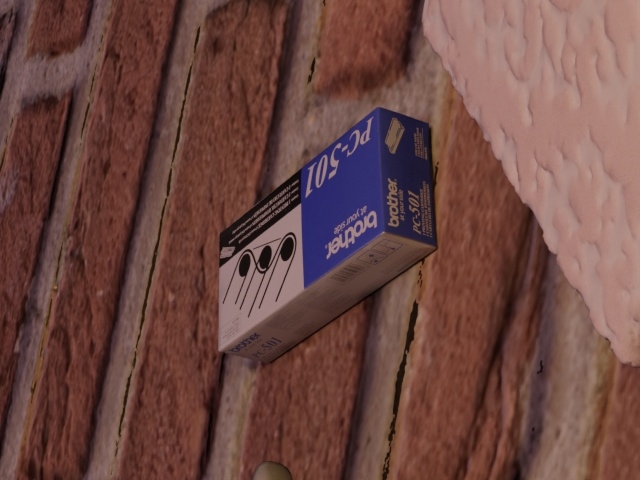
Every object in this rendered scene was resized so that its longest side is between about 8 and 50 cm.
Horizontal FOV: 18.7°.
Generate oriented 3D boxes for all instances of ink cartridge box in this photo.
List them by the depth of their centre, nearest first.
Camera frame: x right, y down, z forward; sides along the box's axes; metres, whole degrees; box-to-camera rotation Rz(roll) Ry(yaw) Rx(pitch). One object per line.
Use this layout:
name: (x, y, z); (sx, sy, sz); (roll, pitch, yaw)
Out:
ink cartridge box: (0.000, 0.000, 1.329); (0.207, 0.046, 0.097); (-37, 46, 46)

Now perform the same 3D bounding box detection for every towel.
towel: (0.149, -0.150, 1.012); (0.332, 0.053, 0.317); (-115, 26, -45)

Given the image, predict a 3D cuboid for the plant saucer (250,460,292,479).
plant saucer: (-0.036, 0.326, 1.075); (0.400, 0.101, 0.400); (-167, 90, -89)
